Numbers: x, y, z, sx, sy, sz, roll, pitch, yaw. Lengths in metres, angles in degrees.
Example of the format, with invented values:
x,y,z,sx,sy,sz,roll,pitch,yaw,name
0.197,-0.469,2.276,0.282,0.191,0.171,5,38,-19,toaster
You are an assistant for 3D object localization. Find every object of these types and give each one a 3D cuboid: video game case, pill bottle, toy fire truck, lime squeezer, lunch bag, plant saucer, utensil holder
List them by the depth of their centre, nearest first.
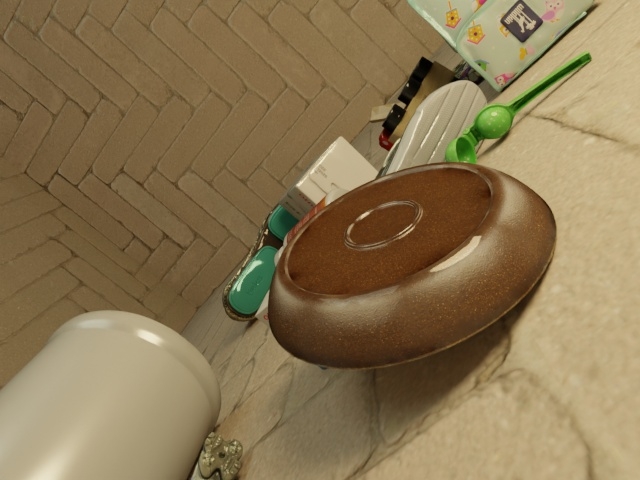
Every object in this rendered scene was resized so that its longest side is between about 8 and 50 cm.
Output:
x,y,z,sx,sy,sz,roll,pitch,yaw,name
0.072,-0.002,0.471,0.310,0.050,0.310,-23,25,11,plant saucer
0.243,-0.152,0.638,0.310,0.059,0.110,-49,9,-4,lime squeezer
-0.362,0.347,0.643,0.327,0.327,0.385,-44,14,27,utensil holder
0.329,-0.438,0.818,0.223,0.262,0.160,-45,-20,31,lunch bag
0.000,0.000,0.927,0.216,0.121,0.121,-41,12,35,pill bottle
0.201,-0.301,1.100,0.217,0.158,0.246,-61,2,-13,toy fire truck
0.374,-0.429,1.156,0.210,0.042,0.232,-41,13,47,video game case

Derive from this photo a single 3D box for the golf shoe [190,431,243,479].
x,y,z,sx,sy,sz,roll,pitch,yaw,name
-0.146,0.330,0.544,0.176,0.069,0.086,-61,-4,-62,golf shoe

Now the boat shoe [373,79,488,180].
x,y,z,sx,sy,sz,roll,pitch,yaw,name
0.151,-0.123,0.733,0.335,0.121,0.119,-54,15,-15,boat shoe

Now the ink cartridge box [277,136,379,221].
x,y,z,sx,sy,sz,roll,pitch,yaw,name
0.026,-0.120,1.126,0.168,0.171,0.232,-51,11,-13,ink cartridge box

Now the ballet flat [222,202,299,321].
x,y,z,sx,sy,sz,roll,pitch,yaw,name
-0.124,0.023,1.309,0.483,0.164,0.182,-55,6,-16,ballet flat

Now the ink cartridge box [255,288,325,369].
x,y,z,sx,sy,sz,roll,pitch,yaw,name
-0.010,0.100,0.585,0.088,0.122,0.052,-42,11,35,ink cartridge box
